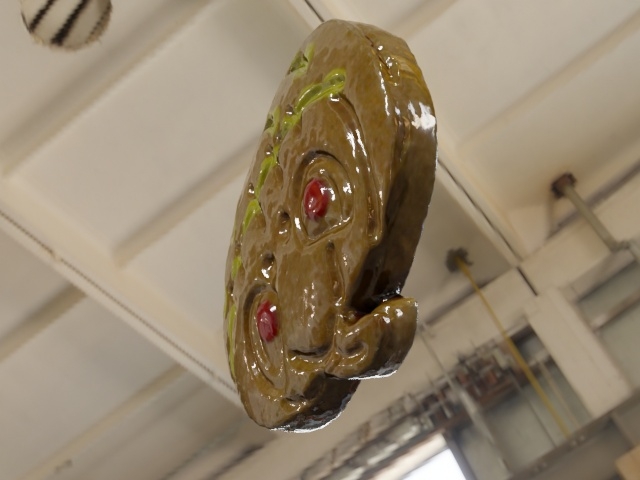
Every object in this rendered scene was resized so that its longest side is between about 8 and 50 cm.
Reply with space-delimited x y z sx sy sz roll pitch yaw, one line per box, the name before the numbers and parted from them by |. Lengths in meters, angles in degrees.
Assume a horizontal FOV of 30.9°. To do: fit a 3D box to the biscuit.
biscuit | -0.008 -0.001 1.053 0.070 0.350 0.394 7 -64 -23
